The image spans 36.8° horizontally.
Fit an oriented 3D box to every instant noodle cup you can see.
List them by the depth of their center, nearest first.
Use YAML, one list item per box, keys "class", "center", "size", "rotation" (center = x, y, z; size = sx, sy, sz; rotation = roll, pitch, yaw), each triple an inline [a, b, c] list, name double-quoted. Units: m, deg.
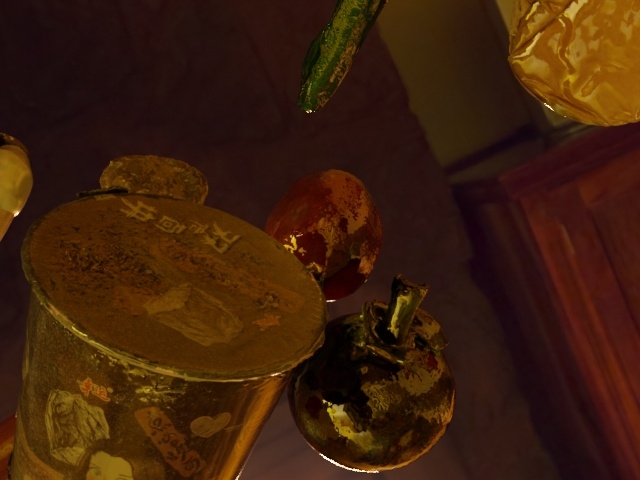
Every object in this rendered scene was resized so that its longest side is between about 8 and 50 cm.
- class: "instant noodle cup"
  center: [-0.126, 0.103, 0.707]
  size: [0.217, 0.217, 0.207]
  rotation: [-32, -33, -56]

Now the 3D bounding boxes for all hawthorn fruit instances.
- class: "hawthorn fruit"
  center: [0.000, 0.000, 1.278]
  size: [0.169, 0.169, 0.188]
  rotation: [-20, 24, 27]

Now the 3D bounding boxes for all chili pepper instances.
- class: "chili pepper"
  center: [0.027, -0.255, 1.188]
  size: [0.216, 0.062, 0.108]
  rotation: [-59, 8, -7]

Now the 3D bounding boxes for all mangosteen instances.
- class: "mangosteen"
  center: [0.073, 0.169, 1.295]
  size: [0.231, 0.289, 0.231]
  rotation: [3, 33, -2]

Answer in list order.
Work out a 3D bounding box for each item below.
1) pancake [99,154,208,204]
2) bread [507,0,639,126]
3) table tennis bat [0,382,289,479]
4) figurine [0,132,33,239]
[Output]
- class: "pancake"
  center: [-0.213, -0.070, 1.235]
  size: [0.139, 0.139, 0.022]
  rotation: [-29, -31, -43]
- class: "bread"
  center: [0.317, -0.263, 0.957]
  size: [0.156, 0.204, 0.288]
  rotation: [-68, 4, -56]
- class: "table tennis bat"
  center: [-0.200, 0.130, 0.969]
  size: [0.414, 0.268, 0.051]
  rotation: [-35, -32, -10]
- class: "figurine"
  center: [-0.531, -0.105, 1.201]
  size: [0.196, 0.323, 0.320]
  rotation: [-39, 32, 44]
